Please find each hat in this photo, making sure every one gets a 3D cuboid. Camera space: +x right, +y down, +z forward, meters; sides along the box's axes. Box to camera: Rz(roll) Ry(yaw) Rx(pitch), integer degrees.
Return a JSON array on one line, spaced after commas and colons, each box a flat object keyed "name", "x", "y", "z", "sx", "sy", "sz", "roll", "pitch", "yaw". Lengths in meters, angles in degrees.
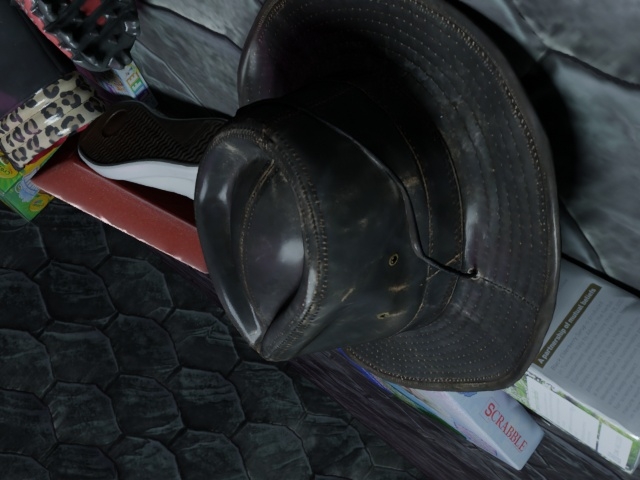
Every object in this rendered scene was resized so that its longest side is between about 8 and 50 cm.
[{"name": "hat", "x": 0.000, "y": 0.000, "z": 0.478, "sx": 0.331, "sy": 0.134, "sz": 0.331, "roll": 34, "pitch": 141, "yaw": 33}]

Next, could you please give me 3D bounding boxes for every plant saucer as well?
[{"name": "plant saucer", "x": -0.258, "y": -0.078, "z": 1.033, "sx": 0.258, "sy": 0.048, "sz": 0.259, "roll": 29, "pitch": -164, "yaw": -16}]

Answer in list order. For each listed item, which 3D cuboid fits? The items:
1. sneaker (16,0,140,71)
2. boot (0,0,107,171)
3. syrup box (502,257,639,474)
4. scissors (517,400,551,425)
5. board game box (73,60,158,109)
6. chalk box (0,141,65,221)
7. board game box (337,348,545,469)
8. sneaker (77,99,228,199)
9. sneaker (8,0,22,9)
[{"name": "sneaker", "x": -0.264, "y": -0.267, "z": 0.614, "sx": 0.135, "sy": 0.097, "sz": 0.276, "roll": 25, "pitch": 158, "yaw": 44}, {"name": "boot", "x": -0.439, "y": -0.219, "z": 0.883, "sx": 0.377, "sy": 0.138, "sz": 0.284, "roll": -17, "pitch": 114, "yaw": 43}, {"name": "syrup box", "x": 0.162, "y": 0.066, "z": 0.560, "sx": 0.237, "sy": 0.096, "sz": 0.093, "roll": 33, "pitch": 164, "yaw": 32}, {"name": "scissors", "x": 0.175, "y": 0.146, "z": 0.935, "sx": 0.297, "sy": 0.021, "sz": 0.109, "roll": 35, "pitch": 164, "yaw": 22}, {"name": "board game box", "x": -0.290, "y": -0.234, "z": 0.929, "sx": 0.154, "sy": 0.026, "sz": 0.103, "roll": 34, "pitch": 165, "yaw": 21}, {"name": "chalk box", "x": -0.545, "y": -0.163, "z": 1.257, "sx": 0.179, "sy": 0.289, "sz": 0.180, "roll": 39, "pitch": 166, "yaw": 2}, {"name": "board game box", "x": 0.098, "y": 0.143, "z": 0.955, "sx": 0.319, "sy": 0.066, "sz": 0.318, "roll": 47, "pitch": 165, "yaw": -32}, {"name": "sneaker", "x": -0.189, "y": -0.096, "z": 0.893, "sx": 0.290, "sy": 0.106, "sz": 0.123, "roll": 17, "pitch": 162, "yaw": 36}, {"name": "sneaker", "x": -0.282, "y": -0.256, "z": 0.739, "sx": 0.170, "sy": 0.075, "sz": 0.063, "roll": 43, "pitch": 165, "yaw": -17}]
